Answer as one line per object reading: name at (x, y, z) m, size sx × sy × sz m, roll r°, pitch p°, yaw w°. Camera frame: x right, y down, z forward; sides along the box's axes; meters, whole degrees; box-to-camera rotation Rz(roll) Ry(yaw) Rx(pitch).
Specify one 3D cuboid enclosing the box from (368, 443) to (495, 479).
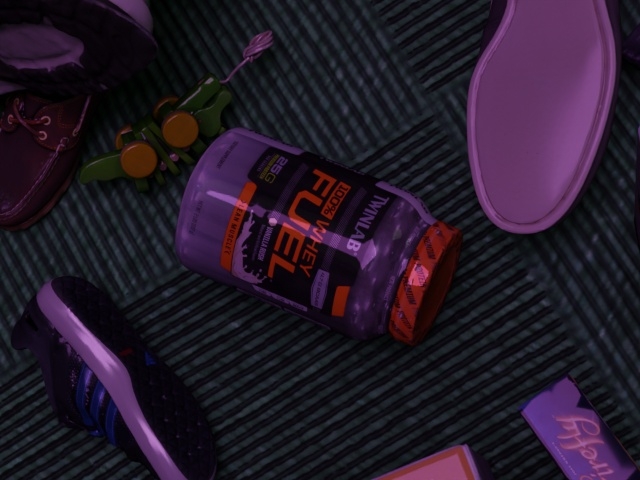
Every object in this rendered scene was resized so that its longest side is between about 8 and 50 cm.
box at (-0.013, 0.303, 1.032) m, size 0.345 × 0.168 × 0.215 m, roll -24°, pitch 74°, yaw 6°

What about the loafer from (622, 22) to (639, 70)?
loafer at (0.295, -0.217, 1.132) m, size 0.078 × 0.076 × 0.223 m, roll 28°, pitch 88°, yaw 8°

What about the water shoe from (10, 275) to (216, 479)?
water shoe at (-0.155, 0.121, 1.165) m, size 0.080 × 0.073 × 0.203 m, roll -46°, pitch 72°, yaw 27°

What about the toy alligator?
toy alligator at (-0.101, -0.089, 1.201) m, size 0.190 × 0.056 × 0.051 m, roll -36°, pitch 115°, yaw 1°

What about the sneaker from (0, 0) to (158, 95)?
sneaker at (-0.259, -0.208, 1.173) m, size 0.410 × 0.158 × 0.182 m, roll 2°, pitch 63°, yaw 38°

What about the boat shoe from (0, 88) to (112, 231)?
boat shoe at (-0.215, -0.107, 1.215) m, size 0.073 × 0.073 × 0.207 m, roll 26°, pitch 85°, yaw 14°

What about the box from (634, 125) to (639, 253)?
box at (0.243, 0.001, 1.006) m, size 0.060 × 0.244 × 0.100 m, roll -9°, pitch 76°, yaw 9°

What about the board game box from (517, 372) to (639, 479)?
board game box at (0.221, 0.207, 1.008) m, size 0.042 × 0.165 × 0.243 m, roll -35°, pitch 73°, yaw 2°

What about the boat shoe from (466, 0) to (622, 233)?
boat shoe at (0.176, -0.166, 1.145) m, size 0.112 × 0.095 × 0.335 m, roll 1°, pitch 82°, yaw 23°

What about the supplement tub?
supplement tub at (0.000, 0.000, 1.123) m, size 0.190 × 0.117 × 0.117 m, roll 21°, pitch 83°, yaw 15°
